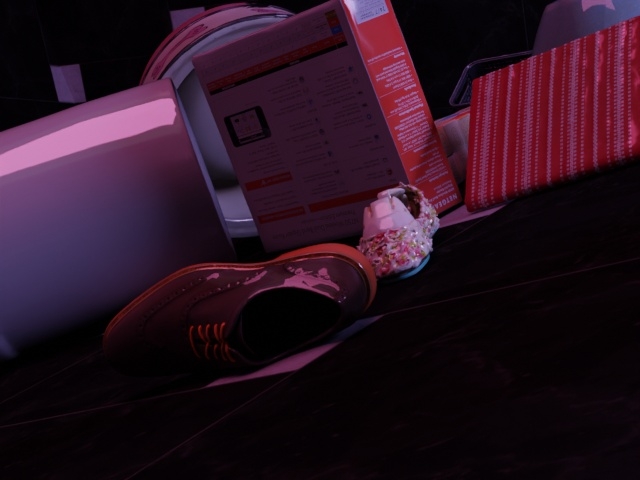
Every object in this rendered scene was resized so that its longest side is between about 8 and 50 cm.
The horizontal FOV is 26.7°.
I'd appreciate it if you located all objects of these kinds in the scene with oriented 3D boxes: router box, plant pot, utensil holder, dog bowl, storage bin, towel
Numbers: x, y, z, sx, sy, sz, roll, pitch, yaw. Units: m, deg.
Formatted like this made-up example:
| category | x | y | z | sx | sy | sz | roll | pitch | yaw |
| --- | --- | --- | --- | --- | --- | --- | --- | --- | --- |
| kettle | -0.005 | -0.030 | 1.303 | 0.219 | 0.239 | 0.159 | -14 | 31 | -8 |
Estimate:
| category | x | y | z | sx | sy | sz | roll | pitch | yaw |
| --- | --- | --- | --- | --- | --- | --- | --- | --- | --- |
| router box | -0.001 | -0.152 | 1.808 | 0.082 | 0.301 | 0.335 | -28 | 11 | -39 |
| plant pot | 0.384 | -0.233 | 1.716 | 0.290 | 0.195 | 0.290 | -21 | 6 | 2 |
| utensil holder | -0.348 | -0.033 | 1.985 | 0.385 | 0.328 | 0.327 | -19 | 6 | -2 |
| dog bowl | -0.126 | -0.212 | 2.245 | 0.408 | 0.408 | 0.150 | -23 | 38 | -10 |
| storage bin | 0.315 | -0.234 | 2.179 | 0.180 | 0.084 | 0.122 | -7 | 40 | 35 |
| towel | 0.291 | -0.148 | 1.568 | 0.275 | 0.031 | 0.199 | -18 | 51 | 36 |

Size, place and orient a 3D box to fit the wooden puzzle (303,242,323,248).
| category | x | y | z | sx | sy | sz | roll | pitch | yaw |
| --- | --- | --- | --- | --- | --- | --- | --- | --- | --- |
| wooden puzzle | 0.000 | 0.000 | 1.906 | 0.049 | 0.006 | 0.083 | -23 | 7 | -8 |

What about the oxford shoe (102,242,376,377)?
| category | x | y | z | sx | sy | sz | roll | pitch | yaw |
| --- | --- | --- | --- | --- | --- | --- | --- | --- | --- |
| oxford shoe | -0.087 | 0.072 | 1.209 | 0.271 | 0.097 | 0.098 | -20 | 12 | 20 |

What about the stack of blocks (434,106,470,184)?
| category | x | y | z | sx | sy | sz | roll | pitch | yaw |
| --- | --- | --- | --- | --- | --- | --- | --- | --- | --- |
| stack of blocks | 0.160 | -0.124 | 2.040 | 0.171 | 0.087 | 0.297 | -18 | 8 | 37 |

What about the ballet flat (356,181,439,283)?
| category | x | y | z | sx | sy | sz | roll | pitch | yaw |
| --- | --- | --- | --- | --- | --- | --- | --- | --- | --- |
| ballet flat | 0.076 | -0.013 | 1.437 | 0.091 | 0.077 | 0.241 | -20 | 7 | 10 |
